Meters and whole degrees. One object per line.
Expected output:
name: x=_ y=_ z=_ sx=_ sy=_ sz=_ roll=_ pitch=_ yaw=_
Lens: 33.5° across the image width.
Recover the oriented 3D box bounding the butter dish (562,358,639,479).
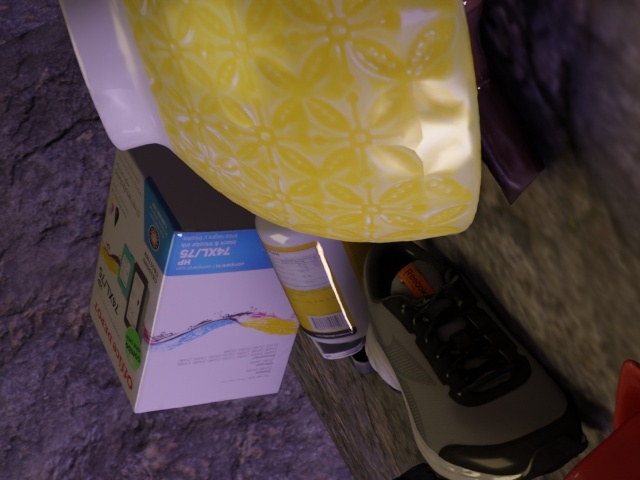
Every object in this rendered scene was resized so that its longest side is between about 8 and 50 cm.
butter dish: x=0.165 y=0.171 z=0.538 sx=0.160 sy=0.118 sz=0.160 roll=55 pitch=168 yaw=35

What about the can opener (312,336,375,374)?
can opener: x=-0.010 y=0.061 z=1.347 sx=0.283 sy=0.076 sz=0.095 roll=54 pitch=168 yaw=46

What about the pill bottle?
pill bottle: x=0.000 y=0.000 z=1.005 sx=0.103 sy=0.103 sz=0.184 roll=47 pitch=163 yaw=59

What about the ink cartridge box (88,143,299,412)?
ink cartridge box: x=-0.141 y=0.035 z=1.275 sx=0.198 sy=0.197 sz=0.270 roll=53 pitch=137 yaw=43

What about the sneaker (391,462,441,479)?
sneaker: x=0.125 y=0.364 z=1.291 sx=0.125 sy=0.140 sz=0.341 roll=63 pitch=170 yaw=3

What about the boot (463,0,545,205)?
boot: x=0.084 y=-0.072 z=0.521 sx=0.106 sy=0.037 sz=0.114 roll=-96 pitch=-19 yaw=-85

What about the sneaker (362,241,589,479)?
sneaker: x=0.092 y=0.082 z=0.763 sx=0.271 sy=0.100 sz=0.108 roll=47 pitch=158 yaw=60

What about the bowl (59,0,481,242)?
bowl: x=-0.042 y=-0.121 z=0.523 sx=0.289 sy=0.156 sz=0.289 roll=164 pitch=90 yaw=-86
